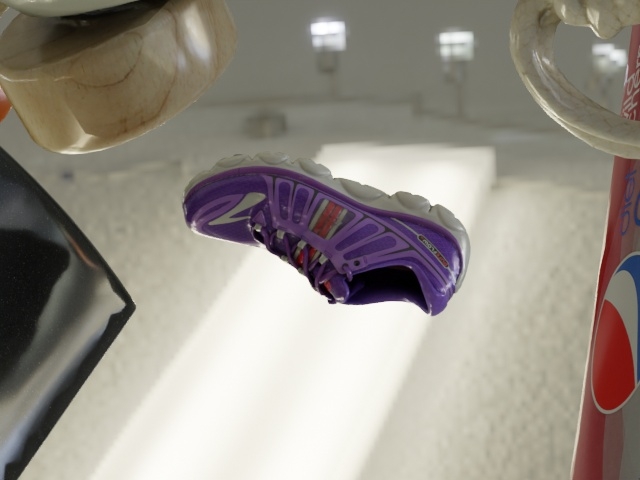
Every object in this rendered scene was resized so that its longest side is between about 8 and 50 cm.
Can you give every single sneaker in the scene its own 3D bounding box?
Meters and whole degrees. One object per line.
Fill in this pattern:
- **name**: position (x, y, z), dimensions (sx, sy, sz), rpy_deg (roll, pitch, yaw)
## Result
- **sneaker**: position (0.000, 0.000, 1.118), dimensions (0.170, 0.068, 0.071), rpy_deg (13, -124, 7)

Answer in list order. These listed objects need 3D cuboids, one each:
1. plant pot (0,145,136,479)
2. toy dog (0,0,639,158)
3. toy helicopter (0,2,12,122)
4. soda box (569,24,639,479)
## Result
- **plant pot**: position (-0.250, 0.031, 1.129), dimensions (0.188, 0.167, 0.187), rpy_deg (-4, -146, 29)
- **toy dog**: position (0.001, -0.152, 0.633), dimensions (0.334, 0.220, 0.161), rpy_deg (1, -140, 11)
- **toy helicopter**: position (-0.219, -0.245, 1.323), dimensions (0.355, 0.140, 0.235), rpy_deg (-44, -137, -4)
- **soda box**: position (0.157, 0.005, 0.720), dimensions (0.092, 0.263, 0.083), rpy_deg (14, 164, -12)
